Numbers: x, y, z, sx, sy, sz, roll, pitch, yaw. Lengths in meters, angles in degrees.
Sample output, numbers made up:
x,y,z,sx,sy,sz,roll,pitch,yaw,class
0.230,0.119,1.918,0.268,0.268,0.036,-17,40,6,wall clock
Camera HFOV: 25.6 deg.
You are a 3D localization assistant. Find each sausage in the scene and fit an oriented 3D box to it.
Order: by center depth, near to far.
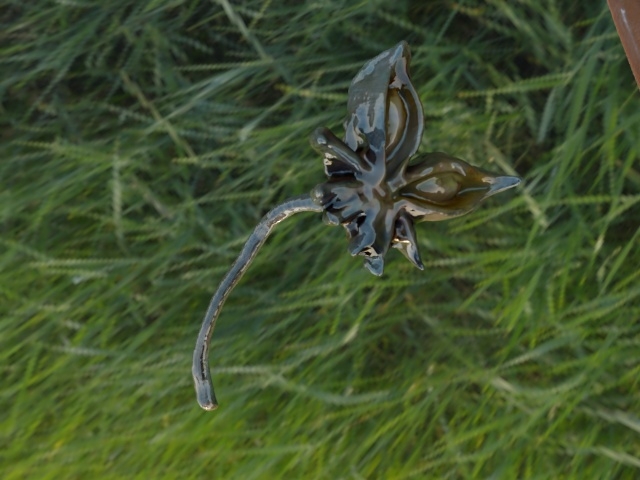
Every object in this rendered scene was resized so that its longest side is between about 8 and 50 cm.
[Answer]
x,y,z,sx,sy,sz,roll,pitch,yaw,class
0.198,-0.107,0.833,0.029,0.223,0.029,-4,137,-4,sausage

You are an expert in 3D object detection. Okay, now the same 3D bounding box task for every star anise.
x,y,z,sx,sy,sz,roll,pitch,yaw,class
0.000,0.000,0.936,0.227,0.148,0.219,-13,71,51,star anise
